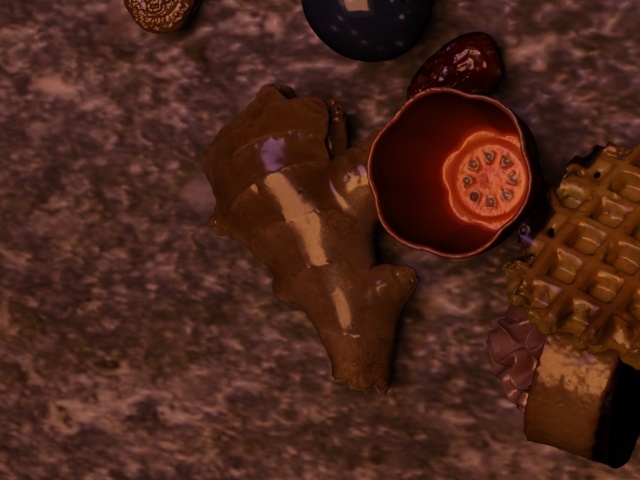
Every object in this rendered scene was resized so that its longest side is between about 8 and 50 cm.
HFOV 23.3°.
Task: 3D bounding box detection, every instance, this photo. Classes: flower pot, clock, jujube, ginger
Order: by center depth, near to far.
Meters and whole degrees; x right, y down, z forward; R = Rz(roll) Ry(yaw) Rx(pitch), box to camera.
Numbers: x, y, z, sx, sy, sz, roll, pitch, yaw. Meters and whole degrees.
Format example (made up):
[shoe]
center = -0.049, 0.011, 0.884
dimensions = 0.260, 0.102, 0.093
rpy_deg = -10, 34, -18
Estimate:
[flower pot]
center = 0.166, -0.073, 1.746
dimensions = 0.191, 0.173, 0.190
rpy_deg = 0, 90, 21
[clock]
center = 0.074, -0.326, 1.803
dimensions = 0.200, 0.146, 0.243
rpy_deg = 28, 93, 15
[jujube]
center = 0.156, -0.189, 1.807
dimensions = 0.129, 0.077, 0.077
rpy_deg = -36, 77, 30
[ginger]
center = 0.021, -0.014, 1.855
dimensions = 0.236, 0.166, 0.375
rpy_deg = -39, 95, -3

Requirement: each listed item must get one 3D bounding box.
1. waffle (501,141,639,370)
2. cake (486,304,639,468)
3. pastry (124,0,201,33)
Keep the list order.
[waffle]
center = 0.346, 0.002, 1.639
dimensions = 0.307, 0.060, 0.311
rpy_deg = 2, 50, 5
[cake]
center = 0.264, 0.138, 1.703
dimensions = 0.178, 0.185, 0.207
rpy_deg = 10, 113, 26
[pastry]
center = -0.199, -0.310, 1.960
dimensions = 0.097, 0.057, 0.109
rpy_deg = -31, 81, 14
